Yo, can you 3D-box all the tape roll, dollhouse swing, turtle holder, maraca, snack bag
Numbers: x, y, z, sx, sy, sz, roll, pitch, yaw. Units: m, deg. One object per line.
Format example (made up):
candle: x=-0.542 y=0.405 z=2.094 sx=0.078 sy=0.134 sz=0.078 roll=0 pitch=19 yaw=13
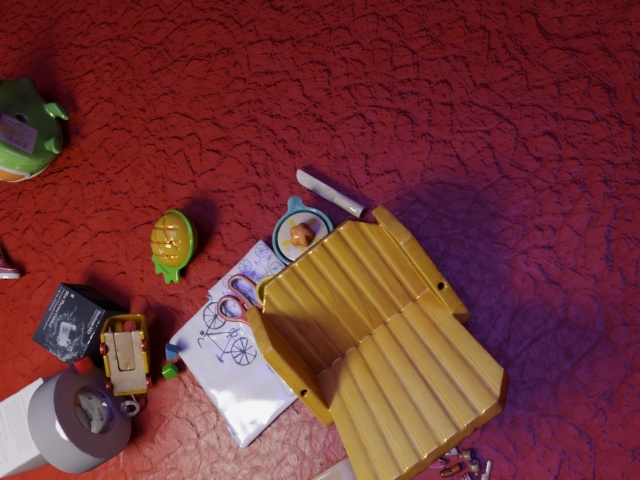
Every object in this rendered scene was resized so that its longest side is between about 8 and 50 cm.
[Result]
tape roll: x=-0.517 y=0.384 z=1.078 sx=0.072 sy=0.219 sz=0.219 roll=-31 pitch=72 yaw=8
dollhouse swing: x=0.085 y=0.173 z=0.859 sx=0.346 sy=0.305 sz=0.315 roll=-38 pitch=105 yaw=3
turtle holder: x=-0.839 y=-0.304 z=1.304 sx=0.227 sy=0.243 sz=0.321 roll=-31 pitch=81 yaw=27
maraca: x=-0.350 y=0.015 z=1.167 sx=0.127 sy=0.099 sz=0.186 roll=38 pitch=117 yaw=28
snack bag: x=-0.151 y=0.223 z=1.094 sx=0.342 sy=0.037 sz=0.323 roll=-44 pitch=71 yaw=5

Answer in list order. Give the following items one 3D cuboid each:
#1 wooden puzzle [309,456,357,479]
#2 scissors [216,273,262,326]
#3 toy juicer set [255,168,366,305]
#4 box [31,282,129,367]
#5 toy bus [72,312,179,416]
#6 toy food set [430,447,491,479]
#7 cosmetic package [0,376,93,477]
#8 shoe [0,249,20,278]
wooden puzzle: x=0.013 y=0.639 z=0.946 sx=0.347 sy=0.080 sz=0.322 roll=-34 pitch=72 yaw=4
scissors: x=-0.108 y=0.191 z=1.057 sx=0.297 sy=0.021 sz=0.109 roll=38 pitch=90 yaw=20
toy juicer set: x=0.000 y=0.000 z=1.046 sx=0.209 sy=0.089 sz=0.329 roll=11 pitch=75 yaw=15
box: x=-0.581 y=0.206 z=1.200 sx=0.158 sy=0.093 sz=0.156 roll=24 pitch=87 yaw=19
toy bus: x=-0.438 y=0.267 z=1.137 sx=0.202 sy=0.104 sz=0.191 roll=-43 pitch=114 yaw=7
toy food set: x=0.256 y=0.427 z=0.937 sx=0.122 sy=0.019 sz=0.078 roll=13 pitch=83 yaw=19
cosmetic package: x=-0.634 y=0.421 z=1.143 sx=0.183 sy=0.151 sz=0.152 roll=-32 pitch=72 yaw=8
shoe: x=-0.879 y=0.057 z=1.335 sx=0.177 sy=0.063 sz=0.081 roll=5 pitch=86 yaw=22
